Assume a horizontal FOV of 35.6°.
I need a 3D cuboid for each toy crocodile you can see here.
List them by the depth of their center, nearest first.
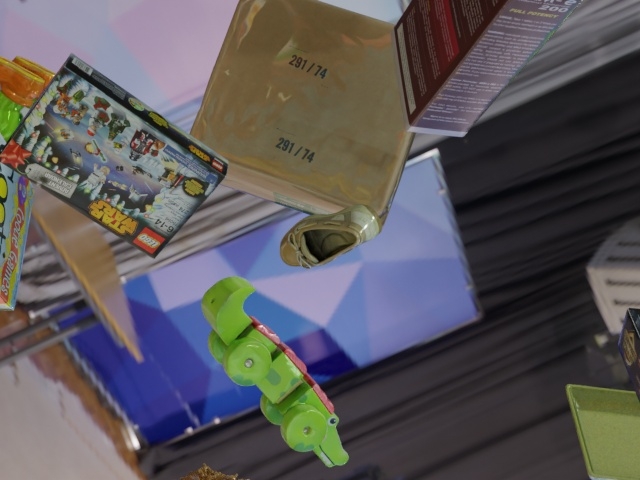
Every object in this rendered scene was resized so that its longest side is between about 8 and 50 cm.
[{"bbox_3d":[-0.061,0.196,1.435,0.340,0.105,0.115,53,-8,-21],"label":"toy crocodile"}]

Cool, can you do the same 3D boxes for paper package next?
[{"bbox_3d":[-0.011,-0.203,1.562,0.168,0.325,0.309,71,38,-81],"label":"paper package"}]

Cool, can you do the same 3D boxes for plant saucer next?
[{"bbox_3d":[0.486,0.319,1.575,0.188,0.188,0.045,-91,-170,-52],"label":"plant saucer"}]

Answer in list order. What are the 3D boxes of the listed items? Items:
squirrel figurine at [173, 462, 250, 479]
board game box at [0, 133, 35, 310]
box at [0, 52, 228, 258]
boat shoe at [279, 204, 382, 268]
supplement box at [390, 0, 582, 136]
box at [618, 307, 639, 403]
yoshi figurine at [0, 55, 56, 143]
[{"bbox_3d":[-0.157,0.484,1.433,0.370,0.397,0.281,-20,-68,50],"label":"squirrel figurine"},{"bbox_3d":[-0.368,-0.052,0.879,0.275,0.142,0.144,86,4,-65],"label":"board game box"},{"bbox_3d":[-0.149,-0.058,0.721,0.137,0.094,0.027,34,27,-19],"label":"box"},{"bbox_3d":[0.001,0.002,1.130,0.048,0.153,0.056,-40,108,-44],"label":"boat shoe"},{"bbox_3d":[0.152,-0.217,0.963,0.239,0.073,0.130,128,-39,-58],"label":"supplement box"},{"bbox_3d":[0.385,0.145,0.912,0.220,0.175,0.051,-87,-178,-61],"label":"box"},{"bbox_3d":[-0.605,-0.156,1.760,0.204,0.362,0.203,16,14,-38],"label":"yoshi figurine"}]
